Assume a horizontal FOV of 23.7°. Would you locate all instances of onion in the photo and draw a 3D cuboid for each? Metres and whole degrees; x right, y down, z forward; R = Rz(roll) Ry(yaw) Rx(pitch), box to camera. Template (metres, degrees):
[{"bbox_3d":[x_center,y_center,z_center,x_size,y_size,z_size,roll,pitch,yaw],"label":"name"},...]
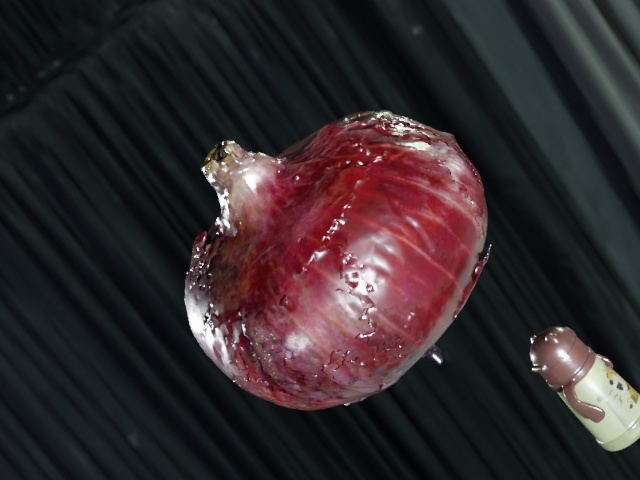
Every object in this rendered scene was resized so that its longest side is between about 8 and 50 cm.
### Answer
[{"bbox_3d":[0.000,0.000,1.134,0.252,0.219,0.252,-36,22,17],"label":"onion"}]

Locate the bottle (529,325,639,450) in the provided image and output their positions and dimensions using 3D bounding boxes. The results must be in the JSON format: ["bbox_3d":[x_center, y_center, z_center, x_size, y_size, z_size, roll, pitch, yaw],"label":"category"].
[{"bbox_3d":[0.190,0.102,1.085,0.047,0.101,0.063,-43,13,4],"label":"bottle"}]
